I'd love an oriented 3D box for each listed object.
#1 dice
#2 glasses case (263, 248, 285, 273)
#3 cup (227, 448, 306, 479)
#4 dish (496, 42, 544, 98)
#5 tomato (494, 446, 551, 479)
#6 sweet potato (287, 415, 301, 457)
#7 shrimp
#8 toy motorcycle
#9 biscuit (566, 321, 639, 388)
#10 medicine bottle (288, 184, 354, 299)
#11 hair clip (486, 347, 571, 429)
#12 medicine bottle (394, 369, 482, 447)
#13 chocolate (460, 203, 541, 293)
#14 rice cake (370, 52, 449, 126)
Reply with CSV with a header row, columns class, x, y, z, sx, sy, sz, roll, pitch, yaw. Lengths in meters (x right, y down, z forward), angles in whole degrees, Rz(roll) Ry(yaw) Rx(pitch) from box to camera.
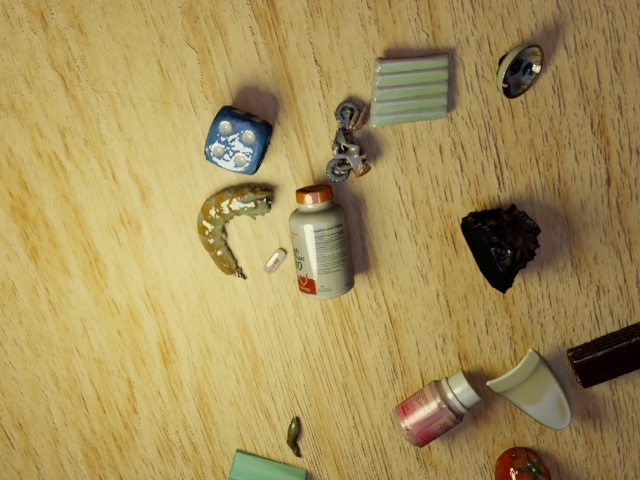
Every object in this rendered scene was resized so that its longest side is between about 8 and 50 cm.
class,x,y,z,sx,sy,sz,roll,pitch,yaw
dice,-0.208,-0.256,1.503,0.146,0.143,0.146,22,106,-4
glasses case,-0.131,0.060,1.659,0.032,0.021,0.083,36,105,-10
cup,-0.167,0.742,1.819,0.235,0.134,0.148,13,110,-5
dish,0.478,-0.435,1.459,0.141,0.078,0.141,-23,137,-23
tomato,0.611,0.722,1.768,0.167,0.167,0.167,1,107,2
sweet potato,-0.084,0.614,1.819,0.041,0.038,0.153,7,111,24
shrimp,-0.252,-0.034,1.613,0.185,0.068,0.287,20,109,-2
toy motorcycle,0.084,-0.254,1.527,0.118,0.084,0.213,9,95,1
biscuit,0.845,0.327,1.673,0.252,0.070,0.106,-25,105,10
medicine bottle,0.000,0.000,1.565,0.156,0.157,0.289,-7,106,5
hair clip,0.633,0.442,1.706,0.282,0.113,0.172,45,103,-5
medicine bottle,0.344,0.488,1.707,0.247,0.147,0.147,-38,102,12
chocolate,0.499,-0.003,1.528,0.177,0.206,0.224,-29,99,0
rice cake,0.229,-0.384,1.491,0.198,0.037,0.190,1,106,-3
